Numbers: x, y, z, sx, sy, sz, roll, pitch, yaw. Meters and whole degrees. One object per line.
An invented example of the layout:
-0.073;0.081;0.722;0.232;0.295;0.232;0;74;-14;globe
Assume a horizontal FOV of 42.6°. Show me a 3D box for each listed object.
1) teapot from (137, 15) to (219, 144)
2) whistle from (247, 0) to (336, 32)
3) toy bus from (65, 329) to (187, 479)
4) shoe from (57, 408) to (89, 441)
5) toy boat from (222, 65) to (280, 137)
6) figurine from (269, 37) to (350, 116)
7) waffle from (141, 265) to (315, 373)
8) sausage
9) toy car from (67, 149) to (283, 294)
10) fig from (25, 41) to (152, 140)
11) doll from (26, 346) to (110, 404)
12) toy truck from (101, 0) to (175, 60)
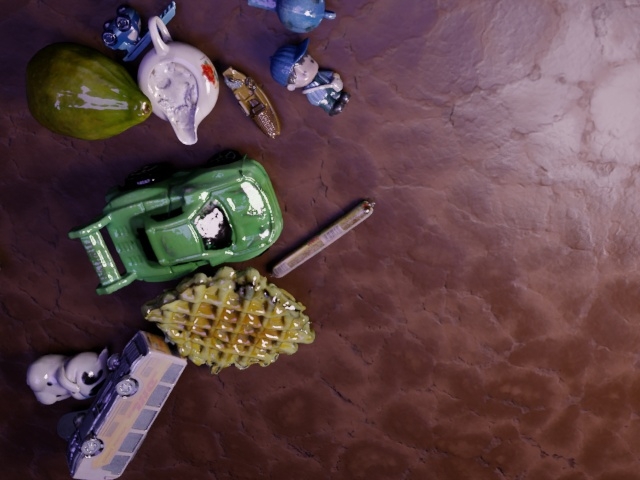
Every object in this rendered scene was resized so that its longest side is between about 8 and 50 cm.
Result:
-0.253;-0.288;1.449;0.145;0.092;0.226;-14;116;13;teapot
-0.051;-0.393;1.367;0.158;0.090;0.090;14;118;2;whistle
-0.418;0.353;1.745;0.138;0.097;0.342;21;106;-36;toy bus
-0.497;0.422;1.876;0.195;0.079;0.078;-6;158;0;shoe
-0.120;-0.249;1.471;0.047;0.049;0.149;-30;108;23;toy boat
-0.018;-0.283;1.428;0.149;0.086;0.087;39;157;-23;figurine
-0.176;0.159;1.638;0.297;0.073;0.317;-20;138;22;waffle
0.000;0.000;1.585;0.269;0.033;0.033;-35;106;23;sausage
-0.259;-0.028;1.537;0.359;0.176;0.213;-10;115;14;toy car
-0.402;-0.260;1.458;0.233;0.167;0.167;7;118;-3;fig
-0.546;0.297;1.789;0.181;0.107;0.110;-4;126;13;doll
-0.321;-0.382;1.437;0.136;0.063;0.074;-40;124;23;toy truck
